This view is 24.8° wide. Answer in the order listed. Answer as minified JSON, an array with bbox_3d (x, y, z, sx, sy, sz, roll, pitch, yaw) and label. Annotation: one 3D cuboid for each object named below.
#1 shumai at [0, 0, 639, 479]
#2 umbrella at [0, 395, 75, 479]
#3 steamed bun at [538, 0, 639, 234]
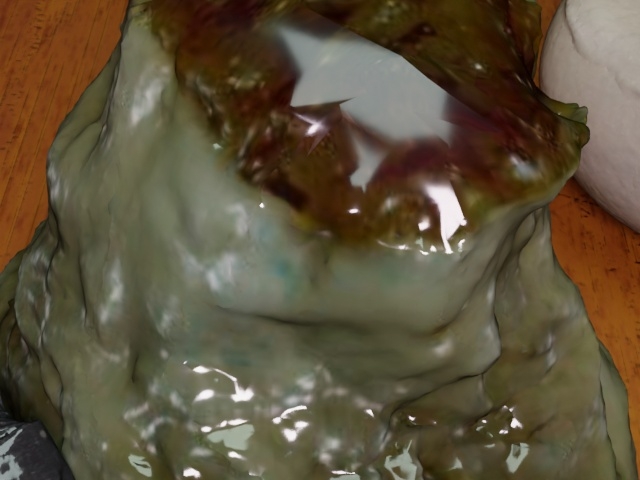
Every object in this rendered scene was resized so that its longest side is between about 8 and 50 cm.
[{"bbox_3d":[0.000,0.000,0.744,0.324,0.323,0.397,-19,45,-28],"label":"shumai"},{"bbox_3d":[-0.135,0.149,0.671,0.066,0.059,0.236,-16,69,-39],"label":"umbrella"},{"bbox_3d":[0.293,-0.091,1.027,0.282,0.177,0.283,0,38,0],"label":"steamed bun"}]
